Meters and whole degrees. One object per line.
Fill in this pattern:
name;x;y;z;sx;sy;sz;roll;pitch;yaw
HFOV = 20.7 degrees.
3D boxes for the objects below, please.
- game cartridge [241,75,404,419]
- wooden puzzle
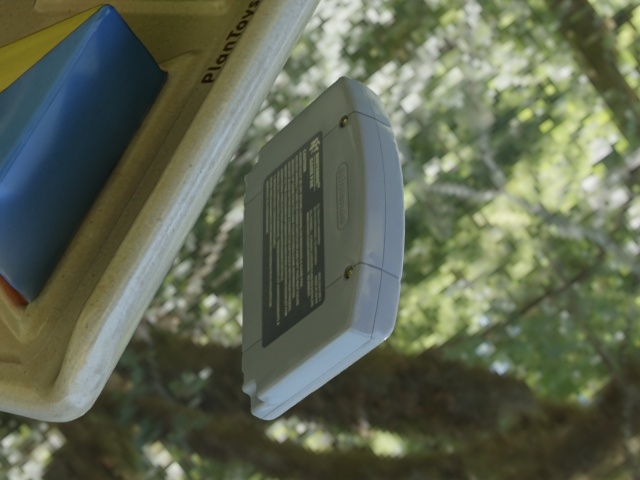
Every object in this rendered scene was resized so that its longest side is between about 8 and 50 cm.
game cartridge;0.000;0.000;1.639;0.198;0.062;0.297;-35;-138;37
wooden puzzle;-0.147;-0.094;0.745;0.348;0.080;0.322;4;-123;42
